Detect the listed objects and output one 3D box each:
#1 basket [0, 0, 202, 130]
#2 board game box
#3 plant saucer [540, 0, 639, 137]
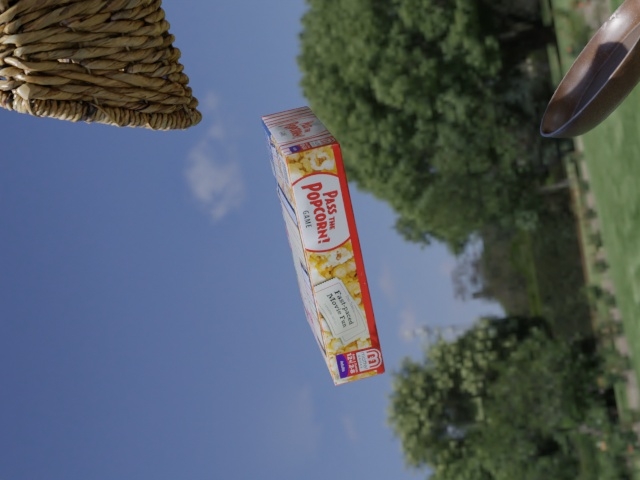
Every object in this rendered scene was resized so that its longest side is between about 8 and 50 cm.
[{"bbox_3d":[-0.294,-0.206,1.226,0.299,0.214,0.223,36,149,51],"label":"basket"},{"bbox_3d":[0.000,0.000,0.953,0.147,0.045,0.193,-119,16,-69],"label":"board game box"},{"bbox_3d":[0.256,-0.154,1.023,0.029,0.168,0.168,34,-157,-7],"label":"plant saucer"}]
